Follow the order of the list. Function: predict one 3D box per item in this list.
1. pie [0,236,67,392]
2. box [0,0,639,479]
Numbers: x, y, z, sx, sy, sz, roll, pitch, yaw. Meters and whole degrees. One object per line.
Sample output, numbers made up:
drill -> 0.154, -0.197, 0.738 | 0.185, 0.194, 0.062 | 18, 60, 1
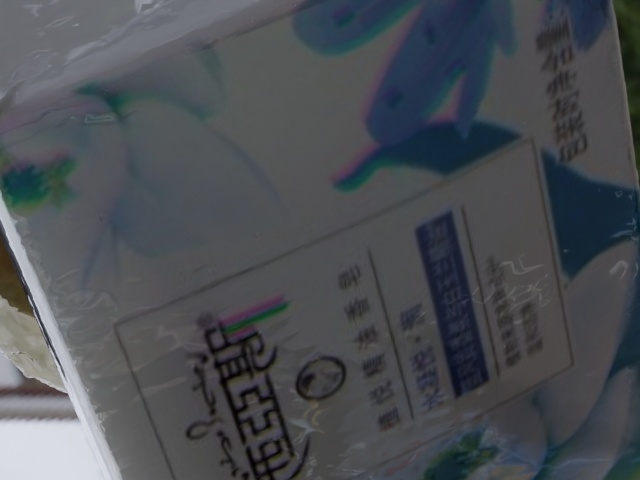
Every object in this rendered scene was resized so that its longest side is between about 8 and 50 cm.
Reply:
pie -> -0.040, -0.072, 0.867 | 0.083, 0.339, 0.339 | 117, 130, -74
box -> 0.001, 0.002, 0.651 | 0.116, 0.203, 0.274 | 54, 164, 49
